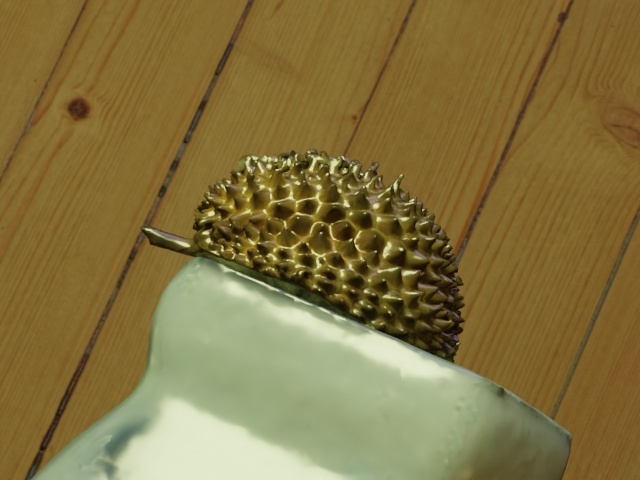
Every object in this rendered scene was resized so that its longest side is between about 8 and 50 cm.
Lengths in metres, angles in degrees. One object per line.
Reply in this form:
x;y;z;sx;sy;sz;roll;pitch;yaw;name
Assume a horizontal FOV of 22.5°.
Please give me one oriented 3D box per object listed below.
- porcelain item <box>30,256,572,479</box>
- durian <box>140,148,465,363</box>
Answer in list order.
-0.062;0.222;0.595;0.242;0.405;0.178;22;-7;18;porcelain item
0.000;-0.001;0.657;0.140;0.071;0.110;21;-9;-9;durian
